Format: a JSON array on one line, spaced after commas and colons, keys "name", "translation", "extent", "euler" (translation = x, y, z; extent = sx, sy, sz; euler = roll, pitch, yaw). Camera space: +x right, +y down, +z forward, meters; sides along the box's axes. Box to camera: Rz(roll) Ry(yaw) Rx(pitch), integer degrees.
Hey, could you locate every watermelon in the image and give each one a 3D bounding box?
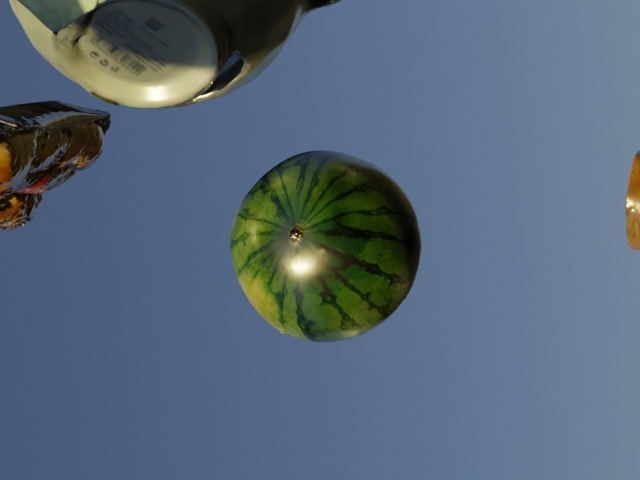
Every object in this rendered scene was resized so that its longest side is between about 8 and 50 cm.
[{"name": "watermelon", "translation": [0.000, 0.000, 0.958], "extent": [0.062, 0.105, 0.106], "euler": [47, -134, -77]}]

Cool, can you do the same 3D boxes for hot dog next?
[{"name": "hot dog", "translation": [-0.177, -0.038, 0.957], "extent": [0.059, 0.108, 0.191], "euler": [62, -165, 2]}]

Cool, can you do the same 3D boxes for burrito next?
[{"name": "burrito", "translation": [-0.189, -0.187, 1.166], "extent": [0.118, 0.074, 0.044], "euler": [43, -132, -18]}]

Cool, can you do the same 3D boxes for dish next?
[{"name": "dish", "translation": [-0.144, -0.200, 1.527], "extent": [0.303, 0.303, 0.120], "euler": [62, -152, -44]}]

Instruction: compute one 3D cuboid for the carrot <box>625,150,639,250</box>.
[{"name": "carrot", "translation": [0.285, -0.017, 1.043], "extent": [0.061, 0.209, 0.061], "euler": [5, -90, -73]}]
